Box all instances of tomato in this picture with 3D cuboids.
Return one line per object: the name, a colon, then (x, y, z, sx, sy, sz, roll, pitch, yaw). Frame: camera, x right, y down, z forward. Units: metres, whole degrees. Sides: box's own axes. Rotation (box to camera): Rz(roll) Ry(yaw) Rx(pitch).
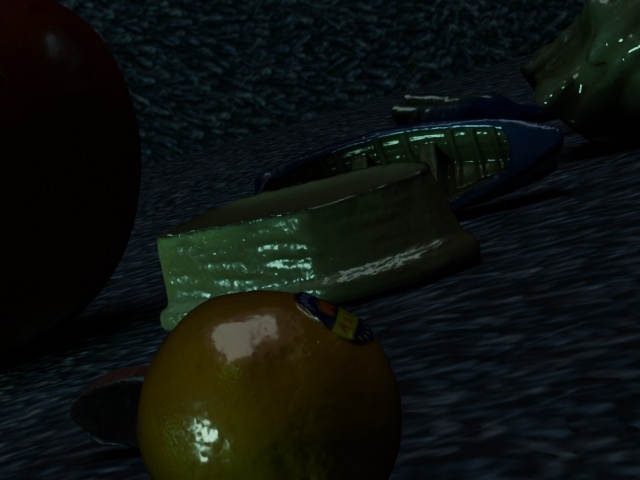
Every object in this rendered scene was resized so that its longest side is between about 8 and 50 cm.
tomato: (-0.253, -0.023, 1.009, 0.298, 0.226, 0.298, -23, 5, 2)

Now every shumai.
shumai: (0.318, -0.151, 1.186, 0.283, 0.217, 0.346, -46, -12, 15)

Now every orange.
orange: (-0.015, 0.055, 0.487, 0.083, 0.083, 0.083, -16, 7, 2)

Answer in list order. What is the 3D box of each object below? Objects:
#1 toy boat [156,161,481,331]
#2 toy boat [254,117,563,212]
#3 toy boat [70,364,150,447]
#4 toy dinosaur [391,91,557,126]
toy boat: (0.000, 0.000, 0.925, 0.188, 0.061, 0.116, -12, 8, 29)
toy boat: (0.061, -0.039, 1.092, 0.229, 0.080, 0.046, -14, -27, 21)
toy boat: (-0.041, 0.057, 0.706, 0.096, 0.034, 0.122, -5, 11, 31)
toy dinosaur: (0.154, -0.099, 1.324, 0.188, 0.075, 0.247, -8, 3, 11)
